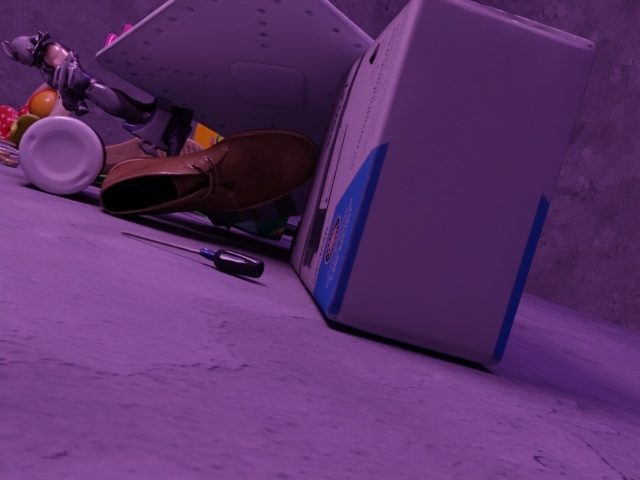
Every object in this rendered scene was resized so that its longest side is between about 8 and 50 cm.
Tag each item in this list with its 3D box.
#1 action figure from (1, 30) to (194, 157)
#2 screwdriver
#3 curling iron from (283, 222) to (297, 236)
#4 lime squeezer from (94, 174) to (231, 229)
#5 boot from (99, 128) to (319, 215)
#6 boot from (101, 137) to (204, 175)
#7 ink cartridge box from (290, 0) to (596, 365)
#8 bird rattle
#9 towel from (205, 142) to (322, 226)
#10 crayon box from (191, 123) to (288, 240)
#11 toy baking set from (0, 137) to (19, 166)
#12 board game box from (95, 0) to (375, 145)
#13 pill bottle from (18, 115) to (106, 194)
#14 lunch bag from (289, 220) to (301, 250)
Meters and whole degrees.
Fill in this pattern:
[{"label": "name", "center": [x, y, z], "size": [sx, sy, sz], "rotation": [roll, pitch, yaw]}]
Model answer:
[{"label": "action figure", "center": [-0.330, -0.215, 0.929], "size": [0.285, 0.099, 0.185], "rotation": [28, 7, -18]}, {"label": "screwdriver", "center": [-0.135, 0.006, 0.651], "size": [0.170, 0.025, 0.024], "rotation": [19, 3, 18]}, {"label": "curling iron", "center": [-0.121, -0.034, 1.378], "size": [0.274, 0.035, 0.068], "rotation": [18, 7, 25]}, {"label": "lime squeezer", "center": [-0.319, -0.084, 1.166], "size": [0.311, 0.058, 0.110], "rotation": [18, 33, -19]}, {"label": "boot", "center": [-0.148, -0.081, 0.862], "size": [0.306, 0.112, 0.115], "rotation": [-11, 15, -2]}, {"label": "boot", "center": [-0.356, -0.159, 1.296], "size": [0.249, 0.090, 0.207], "rotation": [-3, -2, -8]}, {"label": "ink cartridge box", "center": [0.091, -0.063, 0.703], "size": [0.166, 0.285, 0.395], "rotation": [16, 2, -8]}, {"label": "bird rattle", "center": [-0.630, -0.271, 1.425], "size": [0.143, 0.207, 0.253], "rotation": [39, -2, -40]}, {"label": "towel", "center": [-0.041, -0.084, 1.025], "size": [0.325, 0.038, 0.248], "rotation": [-6, -20, 3]}, {"label": "crayon box", "center": [-0.171, -0.127, 1.311], "size": [0.279, 0.165, 0.081], "rotation": [25, 6, 36]}, {"label": "toy baking set", "center": [-0.627, -0.171, 1.104], "size": [0.197, 0.030, 0.256], "rotation": [22, 7, -23]}, {"label": "board game box", "center": [-0.072, -0.250, 0.948], "size": [0.390, 0.050, 0.390], "rotation": [-10, -27, 44]}, {"label": "pill bottle", "center": [-0.374, -0.127, 0.933], "size": [0.108, 0.108, 0.193], "rotation": [16, 4, -18]}, {"label": "lunch bag", "center": [0.000, 0.000, 1.131], "size": [0.099, 0.065, 0.067], "rotation": [17, 3, 7]}]
